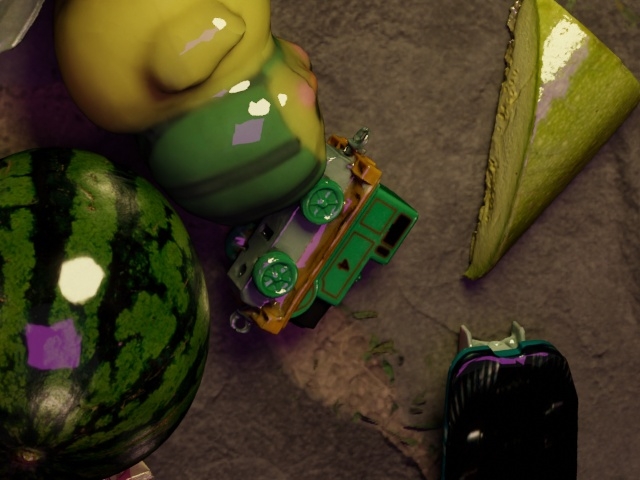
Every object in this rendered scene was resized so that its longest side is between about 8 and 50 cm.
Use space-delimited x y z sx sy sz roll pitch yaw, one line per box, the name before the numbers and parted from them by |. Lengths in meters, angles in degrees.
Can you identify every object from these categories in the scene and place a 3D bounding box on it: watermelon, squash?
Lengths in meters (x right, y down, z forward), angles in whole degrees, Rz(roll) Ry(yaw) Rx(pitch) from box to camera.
watermelon | -0.232 0.071 1.498 0.285 0.285 0.285 -4 108 -14
squash | 0.181 -0.088 1.652 0.169 0.093 0.252 40 94 -24

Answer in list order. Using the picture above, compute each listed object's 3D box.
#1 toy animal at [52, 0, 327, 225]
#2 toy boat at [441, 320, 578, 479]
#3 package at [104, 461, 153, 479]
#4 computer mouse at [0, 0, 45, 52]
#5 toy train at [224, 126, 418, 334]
toy animal | -0.122 -0.162 1.494 0.191 0.216 0.338 -24 120 11
toy boat | 0.180 0.233 1.760 0.134 0.092 0.298 -3 110 -11
package | -0.198 0.199 1.672 0.059 0.029 0.083 -18 91 -19
computer mouse | -0.359 -0.206 1.463 0.199 0.115 0.389 23 120 -35
toy train | 0.000 0.000 1.636 0.136 0.091 0.227 27 99 -31
